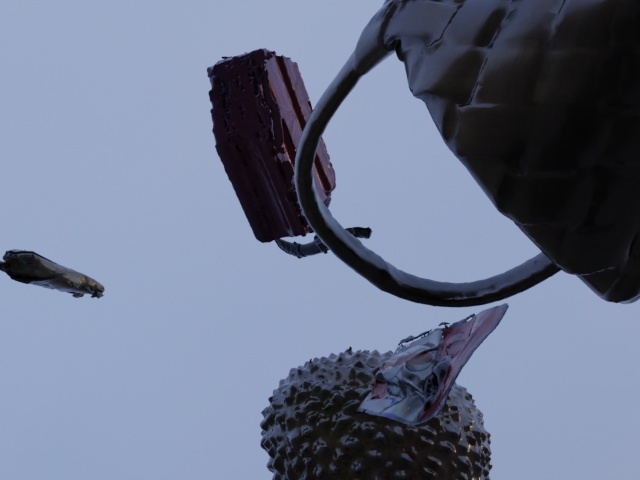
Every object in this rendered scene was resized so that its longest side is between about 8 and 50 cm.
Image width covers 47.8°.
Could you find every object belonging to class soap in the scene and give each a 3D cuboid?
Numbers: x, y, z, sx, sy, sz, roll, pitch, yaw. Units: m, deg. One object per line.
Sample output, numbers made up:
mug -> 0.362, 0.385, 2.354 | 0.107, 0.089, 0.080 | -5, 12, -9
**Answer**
soap -> -0.063, -0.143, 0.993 | 0.099, 0.162, 0.249 | -6, -59, 25

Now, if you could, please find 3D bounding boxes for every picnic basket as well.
picnic basket -> 0.131, -0.069, 0.587 | 0.293, 0.337, 0.337 | 37, -75, -25

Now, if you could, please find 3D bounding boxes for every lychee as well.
lychee -> 0.098, 0.381, 1.265 | 0.432, 0.380, 0.380 | 32, -72, -6

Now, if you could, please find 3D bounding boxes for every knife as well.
knife -> 0.002, 0.005, 1.069 | 0.021, 0.222, 0.045 | -36, -71, -35

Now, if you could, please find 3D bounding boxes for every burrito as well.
burrito -> -0.376, 0.050, 1.013 | 0.051, 0.042, 0.171 | -12, -20, 22

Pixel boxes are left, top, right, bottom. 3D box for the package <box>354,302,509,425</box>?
package -> 0.144, 0.184, 1.006 | 0.071, 0.194, 0.269 | 38, -31, -14
